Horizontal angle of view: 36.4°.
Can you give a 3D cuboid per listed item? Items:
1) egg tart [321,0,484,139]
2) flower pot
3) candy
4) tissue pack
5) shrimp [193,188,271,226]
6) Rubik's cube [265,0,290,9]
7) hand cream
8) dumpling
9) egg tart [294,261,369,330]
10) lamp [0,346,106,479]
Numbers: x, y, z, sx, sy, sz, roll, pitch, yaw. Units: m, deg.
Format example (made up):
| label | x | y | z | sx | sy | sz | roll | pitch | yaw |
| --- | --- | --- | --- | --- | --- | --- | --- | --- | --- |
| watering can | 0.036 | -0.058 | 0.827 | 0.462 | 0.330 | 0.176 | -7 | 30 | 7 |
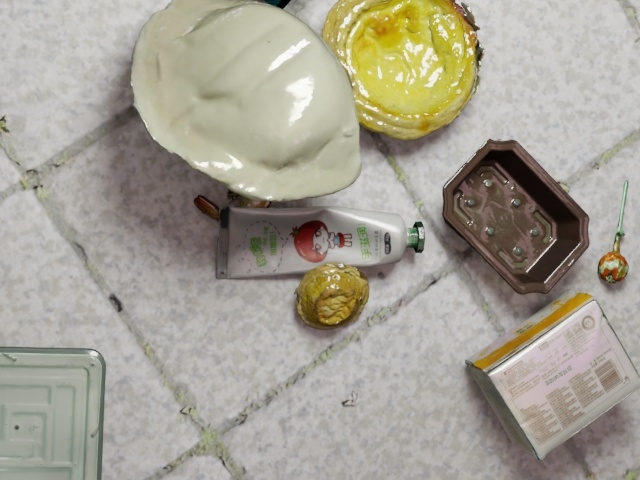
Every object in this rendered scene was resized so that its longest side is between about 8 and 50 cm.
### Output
| label | x | y | z | sx | sy | sz | roll | pitch | yaw |
| --- | --- | --- | --- | --- | --- | --- | --- | --- | --- |
| egg tart | 0.125 | -0.294 | 1.570 | 0.278 | 0.095 | 0.279 | 1 | 87 | -15 |
| flower pot | 0.313 | -0.038 | 1.615 | 0.251 | 0.084 | 0.179 | 44 | 84 | -8 |
| candy | 0.517 | -0.015 | 1.684 | 0.055 | 0.049 | 0.185 | 18 | 81 | -41 |
| tissue pack | 0.384 | 0.218 | 1.613 | 0.225 | 0.124 | 0.185 | -33 | 97 | -9 |
| shrimp | -0.156 | -0.105 | 1.549 | 0.124 | 0.034 | 0.178 | -32 | 99 | -2 |
| Rubik's cube | -0.061 | -0.485 | 1.487 | 0.183 | 0.167 | 0.180 | 39 | 85 | -9 |
| hand cream | 0.000 | 0.000 | 1.564 | 0.335 | 0.076 | 0.121 | -2 | 107 | -8 |
| dumpling | -0.123 | -0.220 | 1.425 | 0.315 | 0.233 | 0.395 | -19 | 70 | -36 |
| egg tart | 0.022 | 0.095 | 1.558 | 0.128 | 0.049 | 0.129 | -6 | 119 | -10 |
| lamp | -0.467 | 0.296 | 1.486 | 0.266 | 0.047 | 0.269 | 2 | 91 | -13 |
